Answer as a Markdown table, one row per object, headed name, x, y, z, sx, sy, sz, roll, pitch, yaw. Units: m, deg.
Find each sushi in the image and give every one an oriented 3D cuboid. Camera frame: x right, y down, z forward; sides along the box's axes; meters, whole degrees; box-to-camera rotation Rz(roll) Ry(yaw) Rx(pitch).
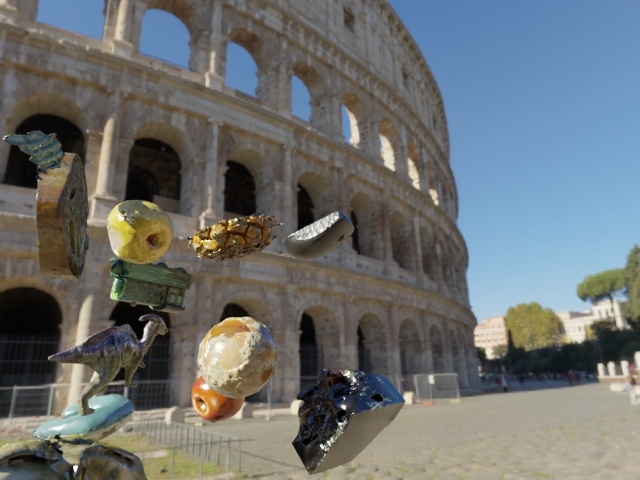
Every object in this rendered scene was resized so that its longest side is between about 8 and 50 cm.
| name | x | y | z | sx | sy | sz | roll | pitch | yaw |
| --- | --- | --- | --- | --- | --- | --- | --- | --- | --- |
| sushi | 0.053 | 0.455 | 1.208 | 0.215 | 0.212 | 0.227 | 9 | -62 | -42 |

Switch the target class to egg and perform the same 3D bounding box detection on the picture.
| name | x | y | z | sx | sy | sz | roll | pitch | yaw |
| --- | --- | --- | --- | --- | --- | --- | --- | --- | --- |
| egg | -0.198 | 0.282 | 1.093 | 0.194 | 0.195 | 0.233 | -3 | 4 | 5 |

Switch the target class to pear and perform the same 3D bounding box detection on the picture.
| name | x | y | z | sx | sy | sz | roll | pitch | yaw |
| --- | --- | --- | --- | --- | --- | --- | --- | --- | --- |
| pear | -0.478 | -0.025 | 1.172 | 0.177 | 0.178 | 0.178 | -1 | -17 | 0 |

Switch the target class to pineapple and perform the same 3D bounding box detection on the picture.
| name | x | y | z | sx | sy | sz | roll | pitch | yaw |
| --- | --- | --- | --- | --- | --- | --- | --- | --- | --- |
| pineapple | -0.196 | 0.001 | 1.030 | 0.224 | 0.076 | 0.225 | -17 | -10 | -3 |

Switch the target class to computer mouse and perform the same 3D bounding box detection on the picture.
| name | x | y | z | sx | sy | sz | roll | pitch | yaw |
| --- | --- | --- | --- | --- | --- | --- | --- | --- | --- |
| computer mouse | 0.000 | 0.000 | 1.660 | 0.269 | 0.100 | 0.170 | -28 | -21 | 8 |

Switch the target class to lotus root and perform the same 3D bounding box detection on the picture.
| name | x | y | z | sx | sy | sz | roll | pitch | yaw |
| --- | --- | --- | --- | --- | --- | --- | --- | --- | --- |
| lotus root | -0.783 | -0.075 | 1.354 | 0.110 | 0.391 | 0.375 | 1 | -5 | -17 |

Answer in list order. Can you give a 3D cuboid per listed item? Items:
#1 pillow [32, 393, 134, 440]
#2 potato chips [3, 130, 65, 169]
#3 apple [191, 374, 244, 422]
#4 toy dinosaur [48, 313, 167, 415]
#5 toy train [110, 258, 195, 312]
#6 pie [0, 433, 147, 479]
| name | x | y | z | sx | sy | sz | roll | pitch | yaw |
| --- | --- | --- | --- | --- | --- | --- | --- | --- | --- |
| pillow | -0.630 | 0.482 | 1.223 | 0.213 | 0.086 | 0.233 | -2 | 2 | 0 |
| potato chips | -0.624 | -0.200 | 0.995 | 0.028 | 0.092 | 0.207 | -20 | 16 | -2 |
| apple | -0.319 | 0.479 | 1.381 | 0.139 | 0.164 | 0.163 | -9 | -7 | -43 |
| toy dinosaur | -0.458 | 0.262 | 1.000 | 0.077 | 0.162 | 0.294 | 7 | 8 | 15 |
| toy train | -0.625 | 0.165 | 1.657 | 0.138 | 0.178 | 0.330 | -1 | -15 | 36 |
| pie | -0.334 | 0.401 | 0.541 | 0.077 | 0.340 | 0.339 | -20 | -24 | 25 |
